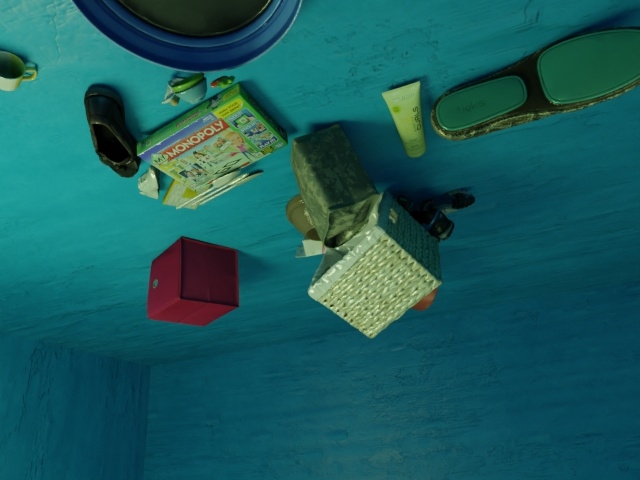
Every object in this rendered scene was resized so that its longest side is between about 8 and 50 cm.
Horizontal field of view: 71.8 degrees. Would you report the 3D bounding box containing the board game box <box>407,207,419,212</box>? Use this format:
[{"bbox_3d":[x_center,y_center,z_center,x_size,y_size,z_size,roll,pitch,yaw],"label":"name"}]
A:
[{"bbox_3d":[0.356,-0.052,1.719,0.146,0.045,0.193,-28,147,37],"label":"board game box"}]

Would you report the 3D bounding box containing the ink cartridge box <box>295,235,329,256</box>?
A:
[{"bbox_3d":[0.000,0.000,1.653,0.198,0.115,0.067,-11,110,7],"label":"ink cartridge box"}]

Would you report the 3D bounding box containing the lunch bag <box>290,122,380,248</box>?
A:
[{"bbox_3d":[0.028,-0.133,1.232,0.168,0.235,0.287,-22,161,-14],"label":"lunch bag"}]

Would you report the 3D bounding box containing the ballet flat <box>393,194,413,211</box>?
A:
[{"bbox_3d":[0.257,-0.106,1.573,0.074,0.074,0.203,1,159,-15],"label":"ballet flat"}]

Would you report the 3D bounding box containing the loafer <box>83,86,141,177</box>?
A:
[{"bbox_3d":[-0.512,-0.233,1.080,0.108,0.095,0.303,-1,154,-11],"label":"loafer"}]

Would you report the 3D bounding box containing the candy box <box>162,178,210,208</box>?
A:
[{"bbox_3d":[-0.399,-0.160,1.338,0.105,0.027,0.206,11,149,-30],"label":"candy box"}]

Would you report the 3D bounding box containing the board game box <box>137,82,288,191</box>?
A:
[{"bbox_3d":[-0.272,-0.249,1.133,0.317,0.046,0.213,-23,151,20],"label":"board game box"}]

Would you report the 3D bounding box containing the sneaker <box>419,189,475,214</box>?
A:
[{"bbox_3d":[0.455,-0.127,1.577,0.190,0.072,0.083,-10,162,26],"label":"sneaker"}]

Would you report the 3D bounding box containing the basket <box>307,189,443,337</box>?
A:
[{"bbox_3d":[0.178,0.077,1.411,0.266,0.328,0.331,42,116,-8],"label":"basket"}]

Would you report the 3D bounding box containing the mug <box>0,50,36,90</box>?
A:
[{"bbox_3d":[-0.627,-0.333,0.894,0.078,0.062,0.064,19,153,-31],"label":"mug"}]

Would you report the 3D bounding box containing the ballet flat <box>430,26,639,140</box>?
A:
[{"bbox_3d":[0.508,-0.353,1.048,0.482,0.164,0.182,-14,176,28],"label":"ballet flat"}]

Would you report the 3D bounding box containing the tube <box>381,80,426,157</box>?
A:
[{"bbox_3d":[0.228,-0.309,1.147,0.070,0.062,0.240,-47,147,-8],"label":"tube"}]

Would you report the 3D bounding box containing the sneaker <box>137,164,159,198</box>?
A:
[{"bbox_3d":[-0.495,-0.167,1.274,0.061,0.054,0.152,6,152,-19],"label":"sneaker"}]

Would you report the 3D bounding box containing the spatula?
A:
[{"bbox_3d":[-0.303,-0.151,1.298,0.241,0.019,0.168,-23,-177,22],"label":"spatula"}]

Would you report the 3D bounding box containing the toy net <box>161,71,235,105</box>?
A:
[{"bbox_3d":[-0.269,-0.325,0.917,0.122,0.232,0.045,-39,124,-19],"label":"toy net"}]

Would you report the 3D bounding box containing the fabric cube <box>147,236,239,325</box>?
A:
[{"bbox_3d":[-0.499,0.170,1.738,0.259,0.254,0.258,17,146,-39],"label":"fabric cube"}]

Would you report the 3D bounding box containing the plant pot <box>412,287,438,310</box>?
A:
[{"bbox_3d":[0.352,0.161,1.942,0.242,0.275,0.275,10,151,-12],"label":"plant pot"}]

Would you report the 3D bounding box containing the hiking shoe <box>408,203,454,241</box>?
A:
[{"bbox_3d":[0.326,-0.048,1.588,0.304,0.113,0.132,-23,117,44],"label":"hiking shoe"}]

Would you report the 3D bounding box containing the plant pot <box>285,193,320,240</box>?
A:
[{"bbox_3d":[0.001,-0.072,1.523,0.237,0.110,0.237,-5,153,-3],"label":"plant pot"}]

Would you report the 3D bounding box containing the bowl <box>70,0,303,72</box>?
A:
[{"bbox_3d":[-0.220,-0.451,0.722,0.390,0.077,0.391,-5,155,-2],"label":"bowl"}]
